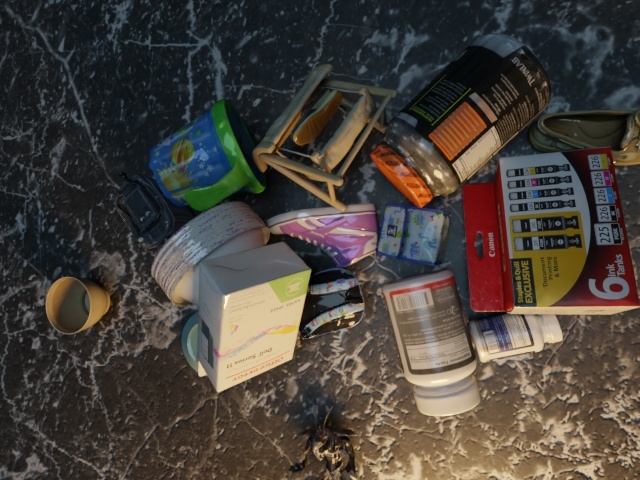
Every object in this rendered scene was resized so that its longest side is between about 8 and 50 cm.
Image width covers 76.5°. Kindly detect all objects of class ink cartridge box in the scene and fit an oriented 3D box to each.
[{"bbox_3d":[0.441,-0.009,0.827,0.272,0.130,0.309,-4,74,17],"label":"ink cartridge box"},{"bbox_3d":[-0.158,0.195,0.912,0.119,0.207,0.353,42,133,38],"label":"ink cartridge box"}]

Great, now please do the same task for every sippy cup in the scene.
[{"bbox_3d":[-0.281,-0.193,1.001,0.224,0.305,0.240,-22,95,5],"label":"sippy cup"}]

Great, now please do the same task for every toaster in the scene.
[{"bbox_3d":[-0.451,-0.083,1.110,0.129,0.146,0.227,-41,79,11],"label":"toaster"}]

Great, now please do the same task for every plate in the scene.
[{"bbox_3d":[-0.309,0.284,1.123,0.188,0.024,0.188,-1,88,15],"label":"plate"}]

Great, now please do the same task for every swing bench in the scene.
[{"bbox_3d":[0.005,-0.247,0.936,0.254,0.165,0.253,29,76,15],"label":"swing bench"}]

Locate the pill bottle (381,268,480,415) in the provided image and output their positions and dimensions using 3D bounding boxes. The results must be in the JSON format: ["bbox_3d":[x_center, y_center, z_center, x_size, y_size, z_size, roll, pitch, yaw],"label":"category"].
[{"bbox_3d":[0.246,0.217,0.894,0.161,0.161,0.283,-15,85,15],"label":"pill bottle"}]

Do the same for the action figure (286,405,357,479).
[{"bbox_3d":[0.018,0.551,0.964,0.164,0.141,0.276,-12,89,17],"label":"action figure"}]

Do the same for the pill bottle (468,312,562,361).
[{"bbox_3d":[0.419,0.201,0.879,0.169,0.094,0.094,-16,84,15],"label":"pill bottle"}]

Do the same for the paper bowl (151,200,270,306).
[{"bbox_3d":[-0.241,0.051,0.974,0.284,0.284,0.148,-43,78,11],"label":"paper bowl"}]

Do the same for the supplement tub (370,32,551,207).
[{"bbox_3d":[0.283,-0.242,0.860,0.338,0.207,0.207,-43,78,6],"label":"supplement tub"}]

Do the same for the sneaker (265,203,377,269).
[{"bbox_3d":[0.000,0.000,1.004,0.282,0.102,0.161,-4,90,16],"label":"sneaker"}]

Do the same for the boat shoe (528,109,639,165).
[{"bbox_3d":[0.594,-0.218,0.842,0.285,0.089,0.105,5,89,16],"label":"boat shoe"}]

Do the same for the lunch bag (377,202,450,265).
[{"bbox_3d":[0.212,-0.016,0.950,0.151,0.096,0.129,12,94,30],"label":"lunch bag"}]

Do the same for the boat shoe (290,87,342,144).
[{"bbox_3d":[-0.015,-0.256,0.832,0.049,0.056,0.152,30,67,25],"label":"boat shoe"}]

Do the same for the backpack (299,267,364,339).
[{"bbox_3d":[0.024,0.144,0.982,0.173,0.117,0.158,-18,83,15],"label":"backpack"}]

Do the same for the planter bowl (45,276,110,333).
[{"bbox_3d":[-0.697,0.185,1.193,0.162,0.109,0.162,-1,88,16],"label":"planter bowl"}]
